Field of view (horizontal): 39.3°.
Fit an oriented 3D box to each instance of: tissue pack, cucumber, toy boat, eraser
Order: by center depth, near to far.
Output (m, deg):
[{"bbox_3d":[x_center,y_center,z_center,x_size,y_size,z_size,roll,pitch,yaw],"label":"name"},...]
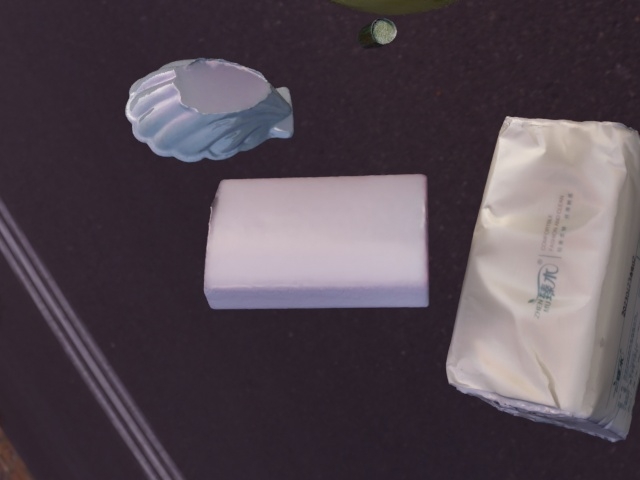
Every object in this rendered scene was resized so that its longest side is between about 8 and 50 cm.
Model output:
[{"bbox_3d":[0.000,0.000,1.115,0.270,0.174,0.095,-2,147,8],"label":"eraser"},{"bbox_3d":[0.332,0.059,1.215,0.207,0.381,0.297,8,166,31],"label":"tissue pack"},{"bbox_3d":[-0.186,-0.238,1.541,0.100,0.290,0.200,120,147,-63],"label":"toy boat"},{"bbox_3d":[0.095,-0.366,1.610,0.048,0.048,0.105,64,162,-10],"label":"cucumber"}]

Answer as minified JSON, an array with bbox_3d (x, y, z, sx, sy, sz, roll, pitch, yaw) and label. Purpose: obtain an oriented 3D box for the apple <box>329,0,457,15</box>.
[{"bbox_3d":[0.077,-0.354,0.886,0.279,0.279,0.279,28,135,33],"label":"apple"}]
